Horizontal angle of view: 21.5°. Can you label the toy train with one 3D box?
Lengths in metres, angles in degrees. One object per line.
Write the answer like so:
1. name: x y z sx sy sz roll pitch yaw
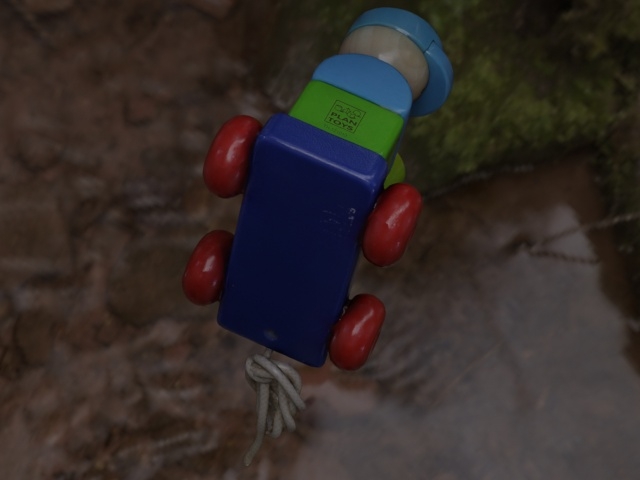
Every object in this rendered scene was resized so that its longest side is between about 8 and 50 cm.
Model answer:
1. toy train: 0.000 0.000 0.909 0.105 0.248 0.143 24 50 7
